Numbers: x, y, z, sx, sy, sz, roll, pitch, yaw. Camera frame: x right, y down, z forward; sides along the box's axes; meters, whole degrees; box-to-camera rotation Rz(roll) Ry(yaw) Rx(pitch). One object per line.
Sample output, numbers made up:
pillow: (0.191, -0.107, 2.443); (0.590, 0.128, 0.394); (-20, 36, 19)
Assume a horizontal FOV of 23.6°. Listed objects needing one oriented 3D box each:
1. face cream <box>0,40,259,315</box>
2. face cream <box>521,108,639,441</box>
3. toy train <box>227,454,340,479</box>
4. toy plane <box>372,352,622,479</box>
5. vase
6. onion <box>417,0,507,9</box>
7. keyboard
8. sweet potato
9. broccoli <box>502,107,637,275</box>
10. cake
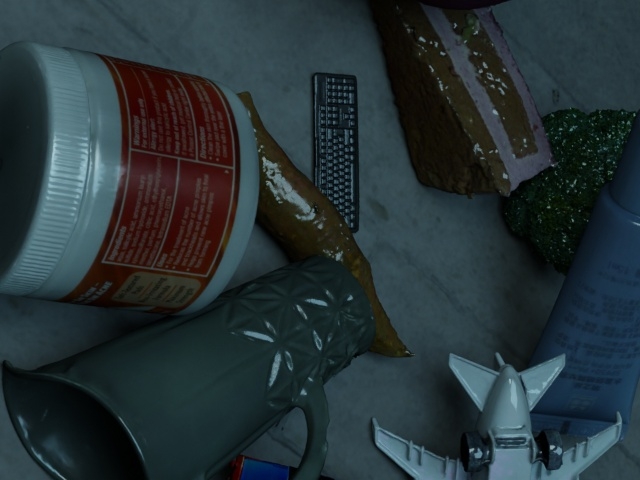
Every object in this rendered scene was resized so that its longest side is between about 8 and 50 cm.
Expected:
face cream: (-0.174, -0.047, 1.235); (0.187, 0.201, 0.201); (9, 84, -34)
face cream: (0.287, 0.047, 1.499); (0.135, 0.086, 0.385); (7, 124, -8)
toy train: (0.008, 0.259, 1.394); (0.204, 0.131, 0.083); (21, 77, -32)
toy plane: (0.175, 0.233, 1.511); (0.251, 0.101, 0.255); (0, 105, -7)
vase: (-0.084, 0.126, 1.312); (0.301, 0.156, 0.251); (-30, 63, -34)
onion: (0.082, -0.373, 1.360); (0.358, 0.345, 0.358); (-7, 90, -70)
keyboard: (0.015, -0.084, 1.480); (0.053, 0.010, 0.155); (-1, 90, -33)
sweet potato: (0.000, 0.000, 1.430); (0.066, 0.072, 0.314); (-44, 111, -19)
broccoli: (0.284, -0.048, 1.578); (0.156, 0.195, 0.195); (7, 84, -54)
cake: (0.123, -0.175, 1.524); (0.116, 0.113, 0.295); (-19, 86, -35)
